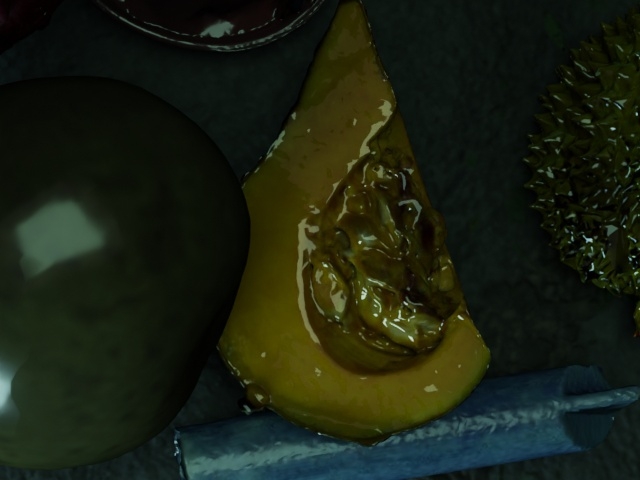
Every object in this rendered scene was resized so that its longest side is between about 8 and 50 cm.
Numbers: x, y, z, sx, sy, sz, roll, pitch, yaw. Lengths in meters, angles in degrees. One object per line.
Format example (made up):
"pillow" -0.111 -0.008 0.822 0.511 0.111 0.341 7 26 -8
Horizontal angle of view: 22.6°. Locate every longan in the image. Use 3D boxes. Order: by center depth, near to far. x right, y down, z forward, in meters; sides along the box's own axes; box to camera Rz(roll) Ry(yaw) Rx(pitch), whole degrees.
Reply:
"longan" -0.158 0.023 0.945 0.246 0.246 0.215 21 56 -5

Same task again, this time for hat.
"hat" -0.077 -0.223 1.051 0.205 0.089 0.205 1 84 -9

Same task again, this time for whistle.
"whistle" 0.058 0.127 1.045 0.304 0.062 0.062 -8 85 -9

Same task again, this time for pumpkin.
"pumpkin" 0.000 -0.002 1.042 0.163 0.111 0.278 -19 82 5

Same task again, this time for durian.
"durian" 0.240 -0.054 1.052 0.193 0.138 0.237 6 84 -7

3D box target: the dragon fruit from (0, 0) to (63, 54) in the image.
"dragon fruit" -0.261 -0.230 0.908 0.329 0.329 0.329 1 84 -8
